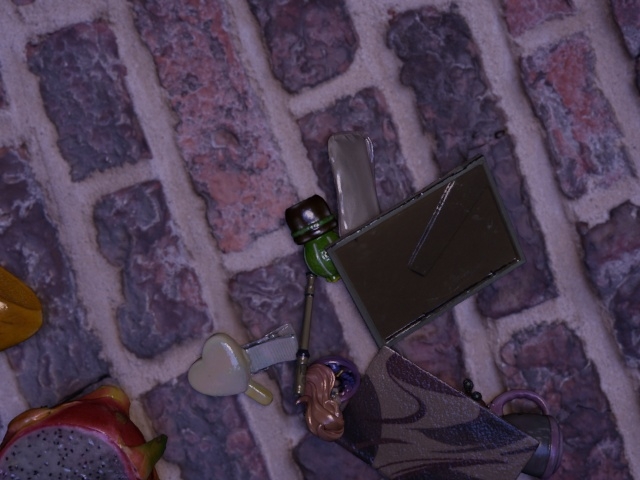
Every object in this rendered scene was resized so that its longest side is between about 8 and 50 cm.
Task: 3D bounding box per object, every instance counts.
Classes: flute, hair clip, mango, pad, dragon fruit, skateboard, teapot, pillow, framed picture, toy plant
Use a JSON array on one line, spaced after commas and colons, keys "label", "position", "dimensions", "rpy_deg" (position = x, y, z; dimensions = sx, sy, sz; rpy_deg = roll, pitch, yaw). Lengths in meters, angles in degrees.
[{"label": "flute", "position": [-0.027, 0.169, 1.138], "dimensions": [0.027, 0.027, 0.233], "rpy_deg": [8, 66, -4]}, {"label": "hair clip", "position": [-0.139, 0.236, 1.160], "dimensions": [0.218, 0.071, 0.159], "rpy_deg": [-20, 94, 1]}, {"label": "mango", "position": [-0.659, 0.098, 1.078], "dimensions": [0.350, 0.201, 0.199], "rpy_deg": [21, 125, -11]}, {"label": "pad", "position": [0.203, 0.370, 1.151], "dimensions": [0.330, 0.004, 0.220], "rpy_deg": [30, 98, 11]}, {"label": "dragon fruit", "position": [-0.416, 0.404, 1.089], "dimensions": [0.290, 0.189, 0.291], "rpy_deg": [0, 97, 1]}, {"label": "skateboard", "position": [0.243, 0.333, 1.189], "dimensions": [0.151, 0.067, 0.080], "rpy_deg": [-21, 101, 2]}, {"label": "teapot", "position": [0.373, 0.362, 1.167], "dimensions": [0.146, 0.116, 0.148], "rpy_deg": [10, 93, 7]}, {"label": "pillow", "position": [0.068, -0.091, 1.158], "dimensions": [0.130, 0.038, 0.233], "rpy_deg": [-10, 89, -43]}, {"label": "framed picture", "position": [0.202, 0.027, 1.150], "dimensions": [0.335, 0.022, 0.247], "rpy_deg": [-32, 113, -5]}, {"label": "toy plant", "position": [0.000, 0.000, 1.151], "dimensions": [0.092, 0.093, 0.162], "rpy_deg": [-27, 92, -3]}]

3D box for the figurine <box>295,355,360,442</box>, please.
[{"label": "figurine", "position": [0.002, 0.288, 1.127], "dimensions": [0.114, 0.157, 0.126], "rpy_deg": [27, 129, 0]}]
